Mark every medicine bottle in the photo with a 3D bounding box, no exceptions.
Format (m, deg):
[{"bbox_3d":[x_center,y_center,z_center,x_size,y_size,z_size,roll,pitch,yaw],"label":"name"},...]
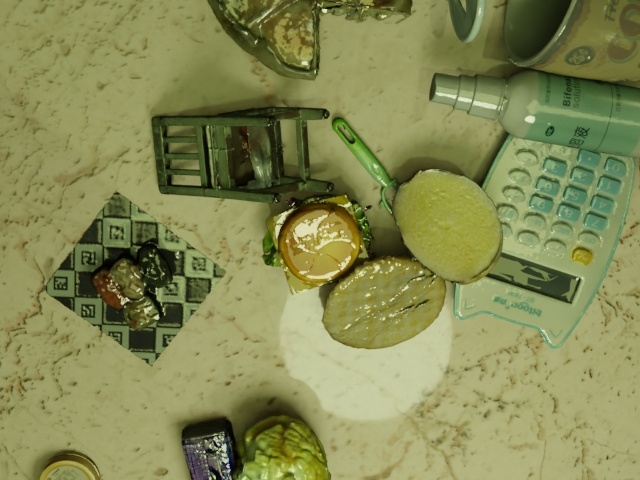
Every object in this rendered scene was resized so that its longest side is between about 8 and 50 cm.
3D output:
[{"bbox_3d":[0.347,-0.210,1.433,0.352,0.110,0.110,9,103,-3],"label":"medicine bottle"}]

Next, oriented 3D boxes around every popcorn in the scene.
[{"bbox_3d":[-0.073,0.408,1.549,0.198,0.198,0.212,33,96,-10],"label":"popcorn"}]

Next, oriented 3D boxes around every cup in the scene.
[{"bbox_3d":[0.444,-0.381,1.394,0.257,0.227,0.301,12,75,-18],"label":"cup"}]

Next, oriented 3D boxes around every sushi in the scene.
[{"bbox_3d":[-0.316,0.075,1.533,0.231,0.047,0.219,37,100,-10],"label":"sushi"}]

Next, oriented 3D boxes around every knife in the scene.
[{"bbox_3d":[0.083,-0.115,1.519,0.054,0.015,0.212,-38,104,8],"label":"knife"}]

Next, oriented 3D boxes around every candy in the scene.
[{"bbox_3d":[-0.176,0.472,1.632,0.088,0.061,0.312,-9,105,0],"label":"candy"}]

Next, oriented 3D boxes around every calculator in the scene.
[{"bbox_3d":[0.376,-0.025,1.535,0.256,0.054,0.386,18,101,-6],"label":"calculator"}]

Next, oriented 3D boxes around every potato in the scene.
[{"bbox_3d":[0.204,-0.019,1.484,0.164,0.081,0.200,-38,77,-2],"label":"potato"}]

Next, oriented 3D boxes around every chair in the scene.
[{"bbox_3d":[-0.124,-0.140,1.459,0.270,0.147,0.136,6,106,41],"label":"chair"}]

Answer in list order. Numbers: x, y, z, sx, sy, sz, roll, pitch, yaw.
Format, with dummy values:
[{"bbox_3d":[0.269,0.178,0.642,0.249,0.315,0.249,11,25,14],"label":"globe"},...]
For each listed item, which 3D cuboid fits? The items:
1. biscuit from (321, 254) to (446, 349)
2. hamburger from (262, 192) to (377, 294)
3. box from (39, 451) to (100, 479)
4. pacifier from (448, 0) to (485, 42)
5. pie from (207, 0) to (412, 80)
[{"bbox_3d":[0.108,0.107,1.523,0.220,0.033,0.220,-9,132,-11],"label":"biscuit"},{"bbox_3d":[-0.004,-0.001,1.503,0.189,0.093,0.164,-7,104,-3],"label":"hamburger"},{"bbox_3d":[-0.446,0.429,1.622,0.105,0.037,0.105,-1,104,-3],"label":"box"},{"bbox_3d":[0.168,-0.439,1.312,0.233,0.244,0.299,-4,126,-9],"label":"pacifier"},{"bbox_3d":[-0.021,-0.423,1.409,0.337,0.075,0.337,0,100,1],"label":"pie"}]
